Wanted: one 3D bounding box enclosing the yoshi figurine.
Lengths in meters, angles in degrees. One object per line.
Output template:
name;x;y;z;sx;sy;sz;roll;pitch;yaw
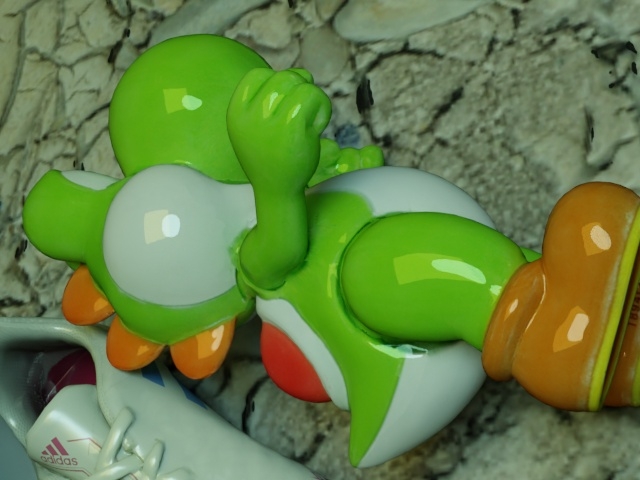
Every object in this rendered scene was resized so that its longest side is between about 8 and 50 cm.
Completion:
yoshi figurine;0.003;-0.028;0.606;0.362;0.203;0.203;11;38;25

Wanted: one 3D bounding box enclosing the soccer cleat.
soccer cleat;-0.084;0.147;0.629;0.331;0.143;0.116;30;89;33

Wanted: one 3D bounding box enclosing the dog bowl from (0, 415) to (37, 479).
dog bowl;-0.246;0.170;0.609;0.102;0.349;0.348;-22;63;9
